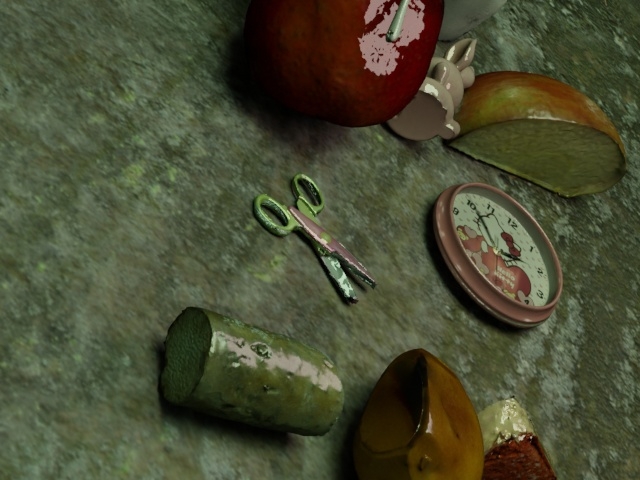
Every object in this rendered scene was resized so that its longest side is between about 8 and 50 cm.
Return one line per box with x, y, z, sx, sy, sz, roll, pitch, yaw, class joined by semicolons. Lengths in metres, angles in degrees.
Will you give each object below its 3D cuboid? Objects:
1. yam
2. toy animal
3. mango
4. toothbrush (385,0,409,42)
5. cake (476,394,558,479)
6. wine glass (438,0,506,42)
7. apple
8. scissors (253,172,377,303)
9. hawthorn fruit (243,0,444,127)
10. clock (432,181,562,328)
-0.071;0.148;1.405;0.194;0.107;0.107;21;45;-34;yam
0.172;-0.236;1.993;0.124;0.124;0.212;43;37;-10;toy animal
0.118;0.228;1.515;0.166;0.136;0.236;47;29;-29;mango
0.123;-0.334;1.659;0.022;0.017;0.204;40;61;-37;toothbrush
0.268;0.268;1.647;0.221;0.117;0.086;17;41;-35;cake
0.289;-0.459;2.128;0.143;0.321;0.143;27;47;-33;wine glass
0.350;-0.185;2.117;0.346;0.254;0.179;18;90;-35;apple
0.000;0.000;1.678;0.187;0.020;0.133;50;40;3;scissors
0.039;-0.309;1.752;0.265;0.307;0.265;19;13;-5;hawthorn fruit
0.259;0.020;1.902;0.244;0.056;0.244;26;42;-26;clock
